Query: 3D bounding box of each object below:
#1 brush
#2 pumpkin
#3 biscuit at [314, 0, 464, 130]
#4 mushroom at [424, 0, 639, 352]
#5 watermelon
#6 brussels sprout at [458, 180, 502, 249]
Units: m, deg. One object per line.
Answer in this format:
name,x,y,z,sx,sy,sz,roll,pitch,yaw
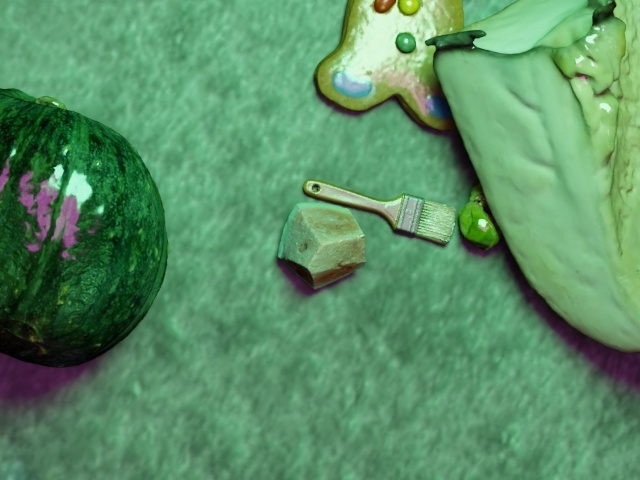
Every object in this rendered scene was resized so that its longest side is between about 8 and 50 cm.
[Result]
brush,0.063,-0.037,1.780,0.170,0.014,0.043,16,84,-8
pumpkin,-0.290,-0.012,1.628,0.293,0.197,0.263,25,87,-6
biscuit,0.091,-0.289,1.777,0.205,0.049,0.324,9,85,-9
mushroom,0.332,-0.096,1.753,0.313,0.224,0.397,-34,109,-38
watermelon,0.003,-0.002,1.741,0.084,0.072,0.092,-29,89,-27
brussels sprout,0.177,-0.033,1.787,0.051,0.046,0.083,17,76,-4
